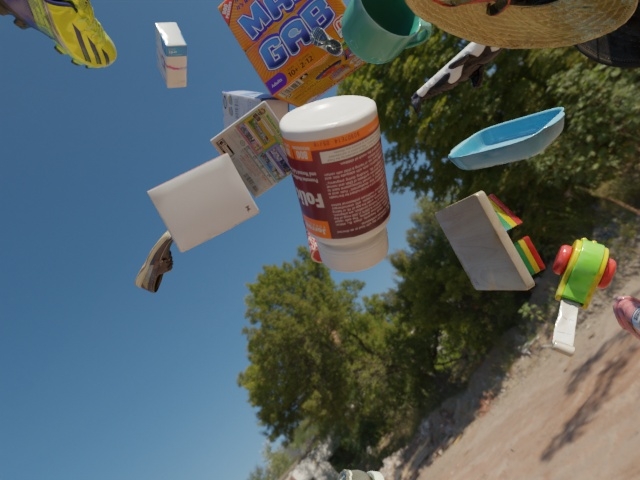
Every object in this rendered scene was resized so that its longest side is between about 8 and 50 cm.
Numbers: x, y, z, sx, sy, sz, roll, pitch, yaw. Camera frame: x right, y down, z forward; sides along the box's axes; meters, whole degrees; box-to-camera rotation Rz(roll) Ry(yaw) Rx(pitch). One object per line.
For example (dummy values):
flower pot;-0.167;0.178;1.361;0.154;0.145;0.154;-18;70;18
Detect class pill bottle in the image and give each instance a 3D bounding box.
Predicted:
pill bottle;0.052;-0.129;1.024;0.224;0.224;0.392;-38;-51;-32

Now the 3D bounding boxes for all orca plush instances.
orca plush;0.367;-0.421;1.070;0.287;0.102;0.151;-38;9;31

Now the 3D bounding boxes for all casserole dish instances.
casserole dish;0.291;-0.153;0.653;0.114;0.037;0.188;-38;17;-24

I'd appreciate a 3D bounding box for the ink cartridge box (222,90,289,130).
ink cartridge box;-0.304;-0.508;1.818;0.151;0.396;0.269;-16;-61;-37

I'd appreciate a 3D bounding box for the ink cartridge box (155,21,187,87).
ink cartridge box;-0.367;-0.454;1.023;0.052;0.088;0.122;-17;-24;-26

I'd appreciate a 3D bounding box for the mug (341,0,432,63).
mug;0.115;-0.389;0.771;0.129;0.158;0.097;-61;13;-28

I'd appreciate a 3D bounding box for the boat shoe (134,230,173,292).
boat shoe;-0.584;0.081;1.519;0.285;0.092;0.102;-52;10;24

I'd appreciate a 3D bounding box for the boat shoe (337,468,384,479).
boat shoe;-0.012;0.349;0.357;0.109;0.091;0.305;104;-173;-50

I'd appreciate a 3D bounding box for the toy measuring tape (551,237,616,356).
toy measuring tape;0.548;0.091;0.877;0.330;0.121;0.121;-47;-20;-40

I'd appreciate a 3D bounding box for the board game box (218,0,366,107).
board game box;-0.069;-0.751;1.515;0.357;0.356;0.356;-32;0;17

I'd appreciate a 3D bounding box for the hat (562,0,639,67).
hat;0.493;-0.432;0.585;0.134;0.331;0.331;7;-60;-48

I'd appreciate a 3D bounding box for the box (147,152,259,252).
box;-0.312;-0.098;1.153;0.215;0.168;0.345;-29;9;-10

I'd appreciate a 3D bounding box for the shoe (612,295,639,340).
shoe;0.559;0.159;0.667;0.063;0.178;0.081;-49;1;12

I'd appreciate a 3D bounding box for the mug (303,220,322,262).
mug;0.009;-0.004;1.460;0.113;0.169;0.150;-15;-41;7

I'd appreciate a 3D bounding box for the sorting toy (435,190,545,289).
sorting toy;0.446;-0.002;1.100;0.090;0.255;0.257;-27;-3;-9

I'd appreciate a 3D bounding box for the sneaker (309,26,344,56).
sneaker;0.021;-0.605;1.280;0.052;0.135;0.058;-51;-20;20

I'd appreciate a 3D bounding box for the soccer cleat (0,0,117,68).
soccer cleat;-0.454;-0.407;0.763;0.121;0.093;0.289;-28;-4;7

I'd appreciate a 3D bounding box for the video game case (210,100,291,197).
video game case;-0.176;-0.259;1.208;0.193;0.212;0.023;-33;23;8

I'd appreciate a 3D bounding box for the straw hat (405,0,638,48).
straw hat;0.132;-0.184;0.272;0.144;0.145;0.061;0;-76;-63
